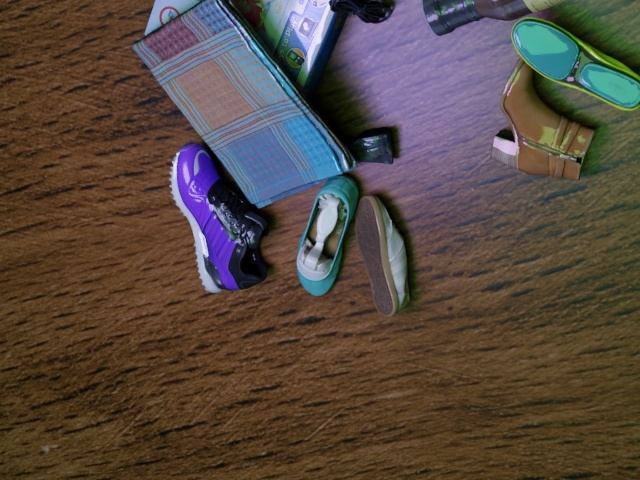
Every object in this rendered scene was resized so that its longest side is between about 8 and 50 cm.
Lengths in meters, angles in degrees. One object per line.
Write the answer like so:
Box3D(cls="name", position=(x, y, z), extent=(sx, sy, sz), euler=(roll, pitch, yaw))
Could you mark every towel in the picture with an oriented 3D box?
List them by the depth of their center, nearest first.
Box3D(cls="towel", position=(-0.135, -0.225, 2.032), extent=(0.271, 0.040, 0.370), euler=(-18, 117, 47))

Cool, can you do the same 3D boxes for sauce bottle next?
Box3D(cls="sauce bottle", position=(0.319, -0.398, 1.817), extent=(0.344, 0.111, 0.111), euler=(-19, 101, 26))

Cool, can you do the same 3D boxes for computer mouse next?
Box3D(cls="computer mouse", position=(0.120, -0.439, 1.857), extent=(0.262, 0.184, 0.060), euler=(-37, 71, 32))

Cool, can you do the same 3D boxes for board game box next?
Box3D(cls="board game box", position=(-0.107, -0.414, 2.007), extent=(0.302, 0.086, 0.308), euler=(30, 118, 10))

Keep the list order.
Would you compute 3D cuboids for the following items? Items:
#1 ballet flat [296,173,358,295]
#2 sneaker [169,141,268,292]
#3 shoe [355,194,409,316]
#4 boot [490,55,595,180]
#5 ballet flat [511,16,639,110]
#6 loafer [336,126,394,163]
Box3D(cls="ballet flat", position=(0.000, 0.000, 2.120), extent=(0.083, 0.087, 0.247), euler=(24, 117, 13))
Box3D(cls="sneaker", position=(-0.164, -0.044, 2.161), extent=(0.146, 0.102, 0.293), euler=(-1, 117, 31))
Box3D(cls="shoe", position=(0.112, 0.023, 2.106), extent=(0.076, 0.058, 0.219), euler=(6, 111, 54))
Box3D(cls="boot", position=(0.360, -0.192, 1.905), extent=(0.152, 0.073, 0.197), euler=(18, 128, 17))
Box3D(cls="ballet flat", position=(0.399, -0.271, 1.851), extent=(0.231, 0.077, 0.077), euler=(31, 114, 8))
Box3D(cls="loafer", position=(0.045, -0.147, 2.061), extent=(0.170, 0.062, 0.061), euler=(-6, 112, 26))
